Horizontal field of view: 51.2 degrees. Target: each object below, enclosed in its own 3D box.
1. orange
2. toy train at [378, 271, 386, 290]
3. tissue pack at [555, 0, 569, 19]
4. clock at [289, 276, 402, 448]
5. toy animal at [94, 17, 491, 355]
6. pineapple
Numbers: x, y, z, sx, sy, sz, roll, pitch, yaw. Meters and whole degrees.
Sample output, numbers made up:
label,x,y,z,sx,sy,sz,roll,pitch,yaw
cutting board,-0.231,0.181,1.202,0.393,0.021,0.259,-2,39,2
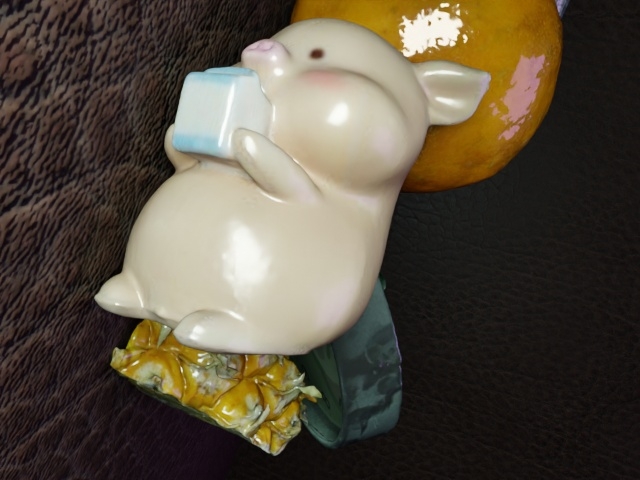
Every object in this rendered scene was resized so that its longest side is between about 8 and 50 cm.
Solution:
label,x,y,z,sx,sy,sz,roll,pitch,yaw
orange,0.101,-0.187,0.691,0.226,0.283,0.284,-63,174,-59
toy train,-0.026,0.185,1.325,0.369,0.150,0.237,-37,-161,30
tissue pack,0.182,-0.291,0.994,0.394,0.124,0.288,-17,140,-35
clock,-0.015,0.072,0.742,0.319,0.066,0.319,163,-90,-72
toy animal,-0.029,-0.050,0.503,0.213,0.195,0.256,19,90,-54
pineapple,-0.109,0.132,0.655,0.114,0.186,0.236,-56,131,-27
